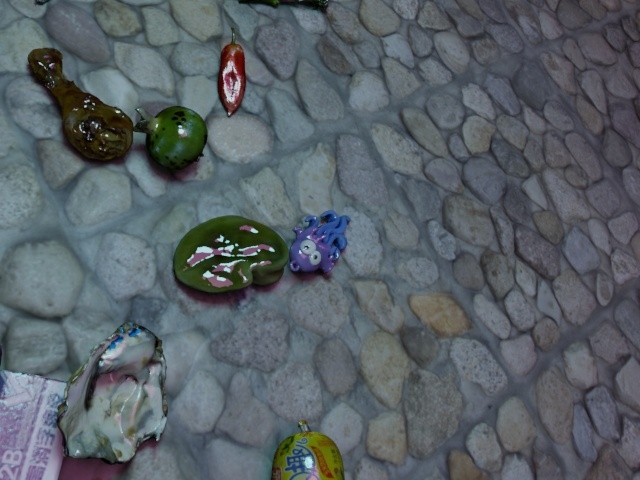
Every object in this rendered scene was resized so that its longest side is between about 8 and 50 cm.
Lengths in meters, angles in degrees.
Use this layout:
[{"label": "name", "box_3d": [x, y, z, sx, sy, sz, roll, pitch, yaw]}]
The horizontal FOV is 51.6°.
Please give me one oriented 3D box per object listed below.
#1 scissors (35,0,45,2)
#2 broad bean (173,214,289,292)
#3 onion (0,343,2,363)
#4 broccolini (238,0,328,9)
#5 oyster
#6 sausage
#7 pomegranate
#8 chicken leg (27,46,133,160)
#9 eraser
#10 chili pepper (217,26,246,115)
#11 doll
[{"label": "scissors", "box_3d": [-0.447, -0.575, 1.341, 0.191, 0.029, 0.360, 37, 60, -3]}, {"label": "broad bean", "box_3d": [-0.160, 0.025, 1.200, 0.207, 0.072, 0.153, 2, 56, -24]}, {"label": "onion", "box_3d": [-0.557, 0.177, 0.890, 0.207, 0.201, 0.200, 37, 56, -33]}, {"label": "broccolini", "box_3d": [-0.083, -0.559, 1.500, 0.216, 0.067, 0.058, -7, 69, -18]}, {"label": "oyster", "box_3d": [-0.316, 0.229, 1.003, 0.223, 0.083, 0.214, 30, 57, -62]}, {"label": "sausage", "box_3d": [-0.018, 0.464, 1.053, 0.123, 0.123, 0.347, 7, 67, -23]}, {"label": "pomegranate", "box_3d": [-0.277, -0.194, 1.199, 0.161, 0.122, 0.122, 25, 57, -42]}, {"label": "chicken leg", "box_3d": [-0.434, -0.245, 1.183, 0.251, 0.087, 0.107, 49, 36, 8]}, {"label": "eraser", "box_3d": [-0.434, 0.303, 0.952, 0.125, 0.068, 0.210, 18, 62, -22]}, {"label": "chili pepper", "box_3d": [-0.181, -0.345, 1.359, 0.059, 0.050, 0.191, 7, 78, -26]}, {"label": "doll", "box_3d": [0.000, 0.000, 1.295, 0.110, 0.067, 0.206, 52, 46, -9]}]
